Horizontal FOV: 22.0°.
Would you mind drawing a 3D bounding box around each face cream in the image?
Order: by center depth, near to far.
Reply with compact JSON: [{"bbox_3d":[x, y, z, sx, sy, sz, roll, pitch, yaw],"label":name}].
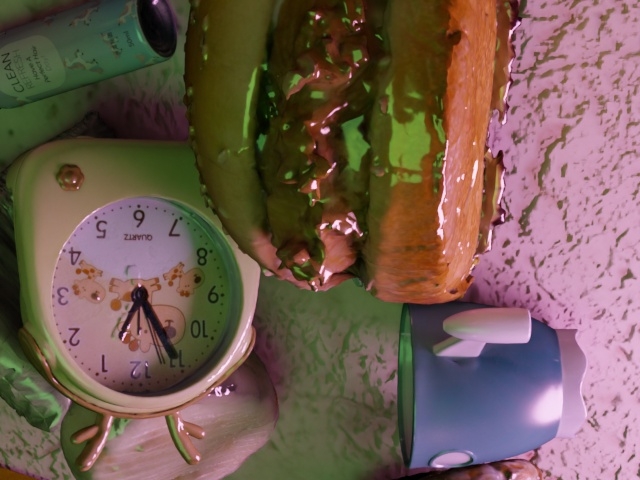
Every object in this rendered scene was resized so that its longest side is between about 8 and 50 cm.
[{"bbox_3d":[-0.249,-0.174,1.548,0.229,0.075,0.075,-15,120,24],"label":"face cream"}]

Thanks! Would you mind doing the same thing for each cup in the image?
[{"bbox_3d":[0.167,0.141,1.614,0.173,0.167,0.299,1,153,-3],"label":"cup"}]

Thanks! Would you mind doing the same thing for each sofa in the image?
[{"bbox_3d":[-0.254,0.032,1.606,0.176,0.225,0.210,-23,114,34],"label":"sofa"}]

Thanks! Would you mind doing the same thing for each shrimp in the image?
[{"bbox_3d":[0.063,0.284,1.728,0.365,0.233,0.071,-21,74,36],"label":"shrimp"}]

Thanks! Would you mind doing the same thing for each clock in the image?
[{"bbox_3d":[-0.176,0.058,1.542,0.235,0.308,0.096,1,177,-26],"label":"clock"}]

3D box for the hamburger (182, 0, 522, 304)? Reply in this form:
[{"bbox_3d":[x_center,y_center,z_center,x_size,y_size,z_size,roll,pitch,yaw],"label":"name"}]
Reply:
[{"bbox_3d":[0.014,-0.121,1.378,0.268,0.287,0.445,10,118,14],"label":"hamburger"}]

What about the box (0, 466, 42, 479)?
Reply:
[{"bbox_3d":[-0.353,0.400,2.015,0.153,0.041,0.279,19,127,2],"label":"box"}]

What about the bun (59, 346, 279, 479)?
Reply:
[{"bbox_3d":[-0.161,0.170,1.711,0.239,0.141,0.239,-23,150,-14],"label":"bun"}]

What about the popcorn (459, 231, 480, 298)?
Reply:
[{"bbox_3d":[0.127,0.014,1.593,0.068,0.059,0.083,16,133,57],"label":"popcorn"}]

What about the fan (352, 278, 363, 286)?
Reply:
[{"bbox_3d":[0.000,0.000,1.649,0.085,0.005,0.133,-33,111,31],"label":"fan"}]
